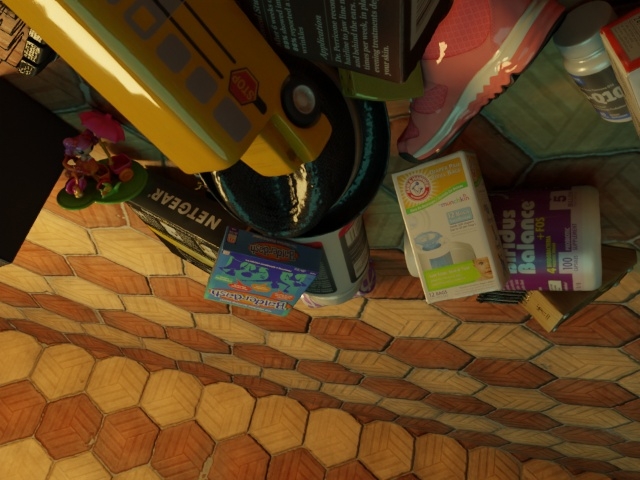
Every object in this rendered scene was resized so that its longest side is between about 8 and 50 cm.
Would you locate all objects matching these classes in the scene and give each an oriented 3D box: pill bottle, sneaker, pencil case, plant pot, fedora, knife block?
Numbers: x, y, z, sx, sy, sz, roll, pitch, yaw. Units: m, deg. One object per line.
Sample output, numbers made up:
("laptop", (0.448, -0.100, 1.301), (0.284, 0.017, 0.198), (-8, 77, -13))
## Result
("pill bottle", (0.302, 0.000, 0.944), (0.302, 0.169, 0.169), (-3, 147, 26))
("sneaker", (0.163, -0.219, 0.716), (0.136, 0.116, 0.314), (41, 152, 0))
("pencil case", (0.037, 0.103, 1.323), (0.086, 0.088, 0.206), (40, 143, -27))
("plant pot", (0.068, -0.209, 0.694), (0.083, 0.081, 0.081), (-17, 109, -13))
("fedora", (-0.057, -0.126, 0.762), (0.335, 0.152, 0.333), (3, 119, 5))
("pill bottle", (0.000, 0.000, 1.065), (0.177, 0.176, 0.318), (5, 150, 15))
("knife block", (0.411, 0.038, 1.076), (0.276, 0.242, 0.088), (-31, 154, -13))
("pill bottle", (0.335, -0.207, 0.658), (0.137, 0.078, 0.078), (34, 145, -32))

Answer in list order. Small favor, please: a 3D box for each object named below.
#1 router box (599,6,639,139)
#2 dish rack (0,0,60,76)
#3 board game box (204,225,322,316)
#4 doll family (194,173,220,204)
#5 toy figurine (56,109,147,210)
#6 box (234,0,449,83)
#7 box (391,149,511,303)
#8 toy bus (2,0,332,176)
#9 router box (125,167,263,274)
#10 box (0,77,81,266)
("router box", (0.502, -0.160, 0.589), (0.301, 0.082, 0.335), (-25, 135, 26))
("dish rack", (-0.483, -0.352, 0.762), (0.272, 0.074, 0.208), (30, 146, -24))
("board game box", (-0.106, 0.061, 0.973), (0.160, 0.047, 0.210), (14, 150, -12))
("doll family", (-0.183, -0.109, 1.059), (0.193, 0.075, 0.111), (4, 154, 23))
("toy figurine", (-0.409, -0.155, 1.012), (0.130, 0.173, 0.159), (42, 148, 27))
("box", (-0.072, -0.299, 0.521), (0.382, 0.143, 0.191), (20, 154, 17))
("box", (0.196, -0.022, 0.840), (0.114, 0.203, 0.103), (-15, 180, 26))
("toy bus", (-0.136, -0.174, 0.509), (0.108, 0.130, 0.332), (1, 144, 47))
("router box", (-0.229, -0.003, 1.145), (0.309, 0.081, 0.243), (25, 159, 27))
("box", (-0.641, -0.095, 1.045), (0.294, 0.296, 0.183), (-14, 141, 40))
